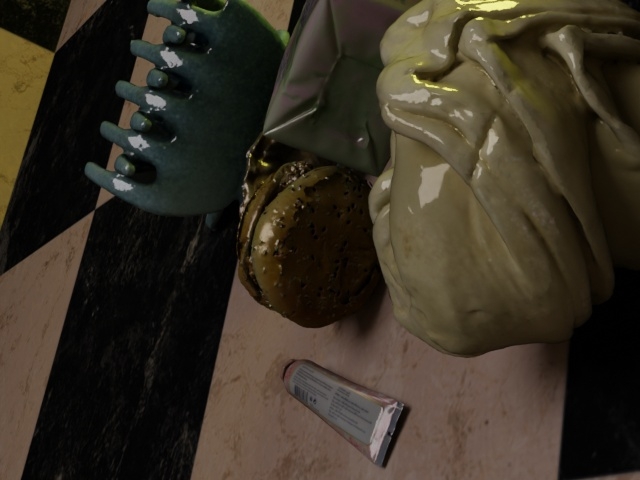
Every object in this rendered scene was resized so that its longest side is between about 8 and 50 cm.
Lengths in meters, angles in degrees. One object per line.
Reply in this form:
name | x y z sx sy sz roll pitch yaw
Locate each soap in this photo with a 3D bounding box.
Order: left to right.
soap | 0.041 -0.198 1.235 0.199 0.138 0.182 -81 13 -58

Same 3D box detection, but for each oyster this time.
oyster | -0.021 -0.126 1.378 0.078 0.128 0.345 5 74 38

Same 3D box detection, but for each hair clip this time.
hair clip | -0.141 -0.169 1.589 0.392 0.238 0.318 32 100 63

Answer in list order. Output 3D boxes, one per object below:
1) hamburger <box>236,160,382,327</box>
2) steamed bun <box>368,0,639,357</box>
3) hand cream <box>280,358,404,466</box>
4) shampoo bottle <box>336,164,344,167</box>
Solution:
hamburger | 0.000 0.000 1.280 0.113 0.185 0.177 -3 105 65
steamed bun | 0.169 -0.063 0.930 0.203 0.276 0.289 7 50 51
hand cream | 0.019 0.167 1.246 0.209 0.043 0.067 24 93 58
shampoo bottle | 0.059 -0.156 1.420 0.191 0.041 0.069 -51 35 29
